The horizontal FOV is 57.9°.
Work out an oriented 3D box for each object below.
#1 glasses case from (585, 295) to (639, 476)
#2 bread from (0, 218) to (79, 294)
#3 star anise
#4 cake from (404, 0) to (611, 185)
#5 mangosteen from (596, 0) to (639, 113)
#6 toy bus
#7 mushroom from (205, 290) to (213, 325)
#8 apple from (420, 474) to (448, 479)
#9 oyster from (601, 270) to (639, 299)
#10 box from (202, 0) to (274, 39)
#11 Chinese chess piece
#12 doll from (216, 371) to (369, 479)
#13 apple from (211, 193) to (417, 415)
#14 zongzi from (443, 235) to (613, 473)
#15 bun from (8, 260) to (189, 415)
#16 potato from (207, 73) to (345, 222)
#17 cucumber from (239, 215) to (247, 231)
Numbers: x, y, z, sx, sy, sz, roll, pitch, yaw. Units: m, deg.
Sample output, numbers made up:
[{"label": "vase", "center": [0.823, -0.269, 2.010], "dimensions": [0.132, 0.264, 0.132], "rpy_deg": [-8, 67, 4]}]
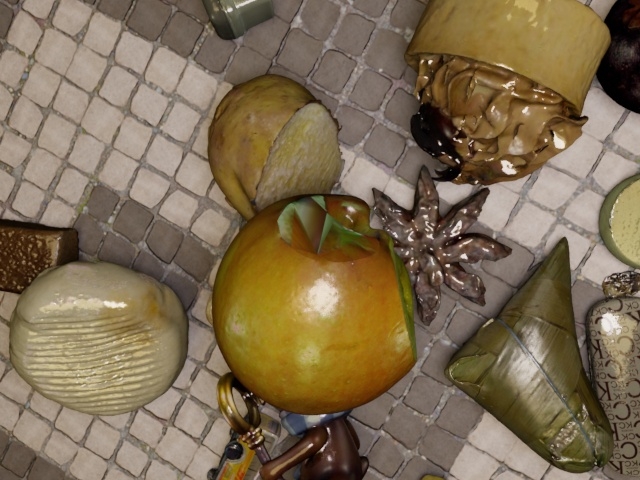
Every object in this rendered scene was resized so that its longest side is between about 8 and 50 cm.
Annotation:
[{"label": "glasses case", "center": [0.601, 0.284, 1.123], "dimensions": [0.137, 0.085, 0.355], "rpy_deg": [-7, 95, 13]}, {"label": "bread", "center": [-0.754, 0.025, 1.312], "dimensions": [0.416, 0.113, 0.165], "rpy_deg": [9, 98, 7]}, {"label": "star anise", "center": [0.214, 0.016, 1.146], "dimensions": [0.331, 0.117, 0.332], "rpy_deg": [2, 101, 8]}, {"label": "cake", "center": [0.285, -0.246, 1.004], "dimensions": [0.332, 0.332, 0.321], "rpy_deg": [21, 98, 7]}, {"label": "mangosteen", "center": [0.634, -0.329, 0.989], "dimensions": [0.302, 0.275, 0.275], "rpy_deg": [21, 100, -26]}, {"label": "toy bus", "center": [-0.182, 0.505, 1.280], "dimensions": [0.106, 0.092, 0.268], "rpy_deg": [27, 99, -4]}, {"label": "mushroom", "center": [-0.173, 0.145, 1.227], "dimensions": [0.147, 0.112, 0.148], "rpy_deg": [-1, 87, 9]}, {"label": "apple", "center": [0.244, 0.530, 1.212], "dimensions": [0.083, 0.084, 0.071], "rpy_deg": [12, 81, 8]}, {"label": "oyster", "center": [0.599, 0.087, 1.137], "dimensions": [0.083, 0.019, 0.054], "rpy_deg": [-20, 92, 11]}, {"label": "box", "center": [-0.184, -0.521, 1.146], "dimensions": [0.129, 0.148, 0.210], "rpy_deg": [-23, 92, 0]}, {"label": "Chinese chess piece", "center": [0.627, -0.036, 1.092], "dimensions": [0.188, 0.083, 0.189], "rpy_deg": [1, 94, 12]}, {"label": "doll", "center": [-0.035, 0.380, 1.169], "dimensions": [0.209, 0.317, 0.340], "rpy_deg": [-21, 79, 33]}, {"label": "apple", "center": [0.007, 0.090, 0.976], "dimensions": [0.374, 0.383, 0.375], "rpy_deg": [26, 126, 43]}, {"label": "zongzi", "center": [0.468, 0.219, 1.099], "dimensions": [0.323, 0.160, 0.361], "rpy_deg": [39, 94, 12]}, {"label": "bun", "center": [-0.456, 0.191, 1.219], "dimensions": [0.364, 0.219, 0.366], "rpy_deg": [-5, 125, -8]}, {"label": "potato", "center": [-0.117, -0.178, 1.136], "dimensions": [0.237, 0.301, 0.289], "rpy_deg": [30, 66, 25]}, {"label": "cucumber", "center": [-0.143, -0.014, 1.230], "dimensions": [0.064, 0.064, 0.112], "rpy_deg": [4, 96, 9]}]
